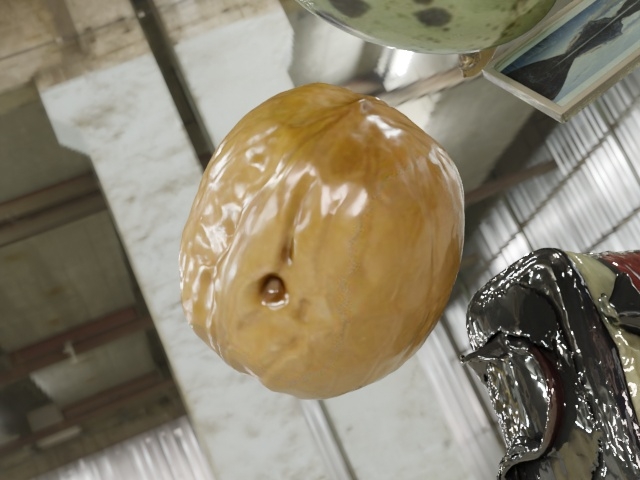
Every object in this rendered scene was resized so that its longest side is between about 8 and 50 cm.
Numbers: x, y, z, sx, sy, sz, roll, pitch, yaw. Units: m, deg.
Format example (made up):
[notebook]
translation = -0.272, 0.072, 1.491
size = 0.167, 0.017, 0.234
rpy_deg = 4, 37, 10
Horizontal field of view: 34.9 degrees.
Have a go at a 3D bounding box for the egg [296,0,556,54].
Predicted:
[egg]
translation = 0.091, -0.353, 1.109
size = 0.287, 0.379, 0.287
rpy_deg = -51, 18, 23

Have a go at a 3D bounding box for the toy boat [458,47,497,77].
[toy boat]
translation = 0.185, -0.386, 1.527
size = 0.121, 0.089, 0.321
rpy_deg = -19, -55, 6

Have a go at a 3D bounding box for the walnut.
[walnut]
translation = 0.000, 0.000, 0.715
size = 0.195, 0.195, 0.222
rpy_deg = -11, -47, -42

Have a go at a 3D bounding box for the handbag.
[handbag]
translation = 0.236, 0.125, 0.815
size = 0.181, 0.254, 0.181
rpy_deg = 0, -28, -31

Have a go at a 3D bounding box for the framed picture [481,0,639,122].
[framed picture]
translation = 0.310, -0.227, 1.190
size = 0.203, 0.150, 0.015
rpy_deg = -37, -48, -8
